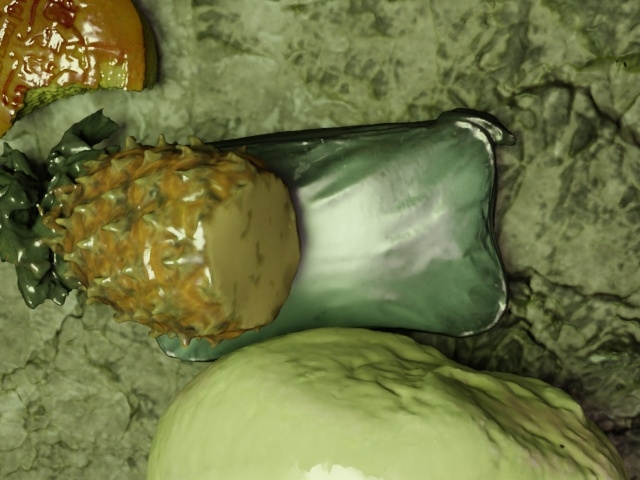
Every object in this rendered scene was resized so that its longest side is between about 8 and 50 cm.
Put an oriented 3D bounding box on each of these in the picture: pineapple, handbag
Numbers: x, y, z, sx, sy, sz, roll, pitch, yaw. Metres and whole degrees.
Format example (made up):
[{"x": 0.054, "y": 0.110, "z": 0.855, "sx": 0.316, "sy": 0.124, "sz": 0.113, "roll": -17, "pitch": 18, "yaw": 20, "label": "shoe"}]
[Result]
[{"x": -0.168, "y": -0.019, "z": 0.591, "sx": 0.310, "sy": 0.141, "sz": 0.170, "roll": 9, "pitch": 67, "yaw": 28, "label": "pineapple"}, {"x": 0.003, "y": 0.000, "z": 0.657, "sx": 0.332, "sy": 0.075, "sz": 0.191, "roll": -7, "pitch": 98, "yaw": 8, "label": "handbag"}]

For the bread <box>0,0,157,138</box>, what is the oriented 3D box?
[{"x": -0.215, "y": -0.161, "z": 0.623, "sx": 0.156, "sy": 0.086, "sz": 0.125, "roll": -17, "pitch": 99, "yaw": 6, "label": "bread"}]

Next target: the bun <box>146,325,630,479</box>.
[{"x": 0.053, "y": 0.184, "z": 0.600, "sx": 0.361, "sy": 0.213, "sz": 0.361, "roll": 7, "pitch": 142, "yaw": 6, "label": "bun"}]
